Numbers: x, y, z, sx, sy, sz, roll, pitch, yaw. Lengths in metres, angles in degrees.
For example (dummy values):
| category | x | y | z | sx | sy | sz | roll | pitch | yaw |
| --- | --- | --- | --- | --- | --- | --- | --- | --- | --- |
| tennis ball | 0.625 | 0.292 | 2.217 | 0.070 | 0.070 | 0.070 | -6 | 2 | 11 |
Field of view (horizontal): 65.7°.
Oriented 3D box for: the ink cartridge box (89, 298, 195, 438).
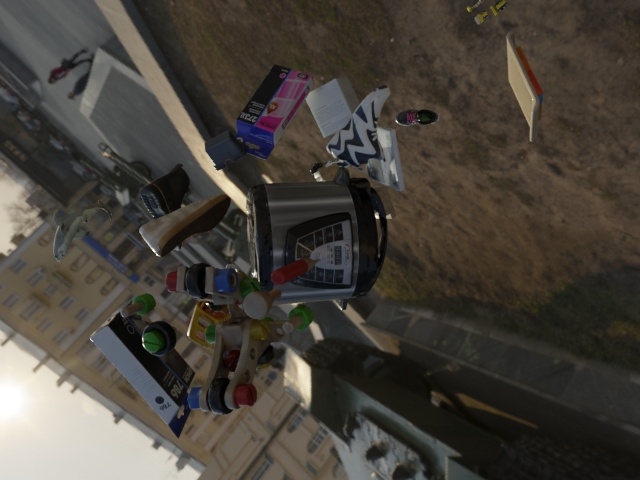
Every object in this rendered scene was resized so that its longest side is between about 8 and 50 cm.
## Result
| category | x | y | z | sx | sy | sz | roll | pitch | yaw |
| --- | --- | --- | --- | --- | --- | --- | --- | --- | --- |
| ink cartridge box | -0.413 | 0.316 | 1.239 | 0.333 | 0.065 | 0.165 | 56 | -172 | -14 |

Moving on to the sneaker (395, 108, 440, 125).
| category | x | y | z | sx | sy | sz | roll | pitch | yaw |
| --- | --- | --- | --- | --- | --- | --- | --- | --- | --- |
| sneaker | 0.371 | -0.475 | 1.906 | 0.170 | 0.063 | 0.075 | 4 | -169 | 16 |

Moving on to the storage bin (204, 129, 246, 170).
| category | x | y | z | sx | sy | sz | roll | pitch | yaw |
| --- | --- | --- | --- | --- | --- | --- | --- | --- | --- |
| storage bin | -0.349 | -0.326 | 1.785 | 0.091 | 0.135 | 0.098 | 52 | -164 | -45 |

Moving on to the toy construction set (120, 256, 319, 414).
| category | x | y | z | sx | sy | sz | roll | pitch | yaw |
| --- | --- | --- | --- | --- | --- | --- | --- | --- | --- |
| toy construction set | -0.119 | 0.124 | 0.868 | 0.257 | 0.309 | 0.237 | 58 | -157 | 4 |

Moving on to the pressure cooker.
| category | x | y | z | sx | sy | sz | roll | pitch | yaw |
| --- | --- | --- | --- | --- | --- | --- | --- | --- | --- |
| pressure cooker | -0.001 | -0.003 | 1.481 | 0.370 | 0.420 | 0.376 | 109 | 155 | -58 |

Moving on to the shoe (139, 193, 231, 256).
| category | x | y | z | sx | sy | sz | roll | pitch | yaw |
| --- | --- | --- | --- | --- | --- | --- | --- | --- | --- |
| shoe | -0.247 | -0.044 | 0.936 | 0.058 | 0.219 | 0.077 | 33 | 125 | 10 |

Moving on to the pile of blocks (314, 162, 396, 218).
| category | x | y | z | sx | sy | sz | roll | pitch | yaw |
| --- | --- | --- | --- | --- | --- | --- | --- | --- | --- |
| pile of blocks | 0.091 | -0.148 | 1.698 | 0.362 | 0.112 | 0.149 | 34 | 142 | 43 |

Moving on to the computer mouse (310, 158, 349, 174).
| category | x | y | z | sx | sy | sz | roll | pitch | yaw |
| --- | --- | --- | --- | --- | --- | --- | --- | --- | --- |
| computer mouse | 0.058 | -0.320 | 2.117 | 0.193 | 0.106 | 0.042 | -8 | 113 | 15 |

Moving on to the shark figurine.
| category | x | y | z | sx | sy | sz | roll | pitch | yaw |
| --- | --- | --- | --- | --- | --- | --- | --- | --- | --- |
| shark figurine | -0.872 | -0.080 | 1.753 | 0.116 | 0.278 | 0.166 | 24 | 145 | 11 |

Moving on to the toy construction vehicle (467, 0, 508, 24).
| category | x | y | z | sx | sy | sz | roll | pitch | yaw |
| --- | --- | --- | --- | --- | --- | --- | --- | --- | --- |
| toy construction vehicle | 0.508 | -0.712 | 1.508 | 0.098 | 0.035 | 0.086 | -37 | 79 | 31 |

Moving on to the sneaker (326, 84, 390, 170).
| category | x | y | z | sx | sy | sz | roll | pitch | yaw |
| --- | --- | --- | --- | --- | --- | --- | --- | --- | --- |
| sneaker | 0.144 | -0.293 | 1.357 | 0.153 | 0.235 | 0.094 | 40 | -175 | -3 |

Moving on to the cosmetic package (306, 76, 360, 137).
| category | x | y | z | sx | sy | sz | roll | pitch | yaw |
| --- | --- | --- | --- | --- | --- | --- | --- | --- | --- |
| cosmetic package | 0.061 | -0.532 | 1.970 | 0.151 | 0.151 | 0.184 | -21 | 100 | 27 |

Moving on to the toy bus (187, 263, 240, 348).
| category | x | y | z | sx | sy | sz | roll | pitch | yaw |
| --- | --- | --- | --- | --- | --- | --- | --- | --- | --- |
| toy bus | -0.269 | 0.181 | 1.257 | 0.191 | 0.104 | 0.202 | -12 | 113 | 29 |

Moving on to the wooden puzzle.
| category | x | y | z | sx | sy | sz | roll | pitch | yaw |
| --- | --- | --- | --- | --- | --- | --- | --- | --- | --- |
| wooden puzzle | 0.555 | -0.413 | 1.340 | 0.221 | 0.044 | 0.239 | 28 | -132 | -66 |

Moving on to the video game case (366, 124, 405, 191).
| category | x | y | z | sx | sy | sz | roll | pitch | yaw |
| --- | --- | --- | --- | --- | --- | --- | --- | --- | --- |
| video game case | 0.182 | -0.255 | 1.491 | 0.173 | 0.022 | 0.190 | 34 | 145 | 55 |

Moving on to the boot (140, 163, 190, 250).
| category | x | y | z | sx | sy | sz | roll | pitch | yaw |
| --- | --- | --- | --- | --- | --- | --- | --- | --- | --- |
| boot | -0.370 | -0.086 | 1.286 | 0.076 | 0.137 | 0.198 | 12 | 132 | 22 |

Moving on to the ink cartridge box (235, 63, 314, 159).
| category | x | y | z | sx | sy | sz | roll | pitch | yaw |
| --- | --- | --- | --- | --- | --- | --- | --- | --- | --- |
| ink cartridge box | -0.187 | -0.486 | 1.853 | 0.175 | 0.371 | 0.069 | 23 | 165 | 21 |
